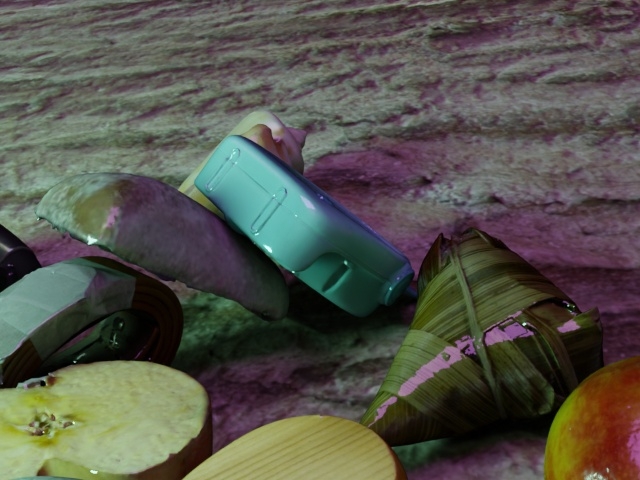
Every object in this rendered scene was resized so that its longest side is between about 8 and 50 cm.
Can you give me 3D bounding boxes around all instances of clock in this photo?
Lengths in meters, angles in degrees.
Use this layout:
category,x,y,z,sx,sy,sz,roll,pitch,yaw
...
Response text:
category,x,y,z,sx,sy,sz,roll,pitch,yaw
clock,0.000,0.000,1.555,0.094,0.274,0.223,-51,42,3

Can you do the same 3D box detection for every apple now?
category,x,y,z,sx,sy,sz,roll,pitch,yaw
apple,-0.237,0.237,1.245,0.293,0.163,0.251,-10,19,-15

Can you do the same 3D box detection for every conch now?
category,x,y,z,sx,sy,sz,roll,pitch,yaw
conch,-0.104,-0.059,1.769,0.255,0.127,0.158,-47,15,-13

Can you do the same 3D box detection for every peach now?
category,x,y,z,sx,sy,sz,roll,pitch,yaw
peach,0.300,0.206,1.154,0.231,0.231,0.231,-4,31,3

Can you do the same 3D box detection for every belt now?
category,x,y,z,sx,sy,sz,roll,pitch,yaw
belt,-0.267,0.118,1.422,0.261,0.184,0.105,-26,37,-35

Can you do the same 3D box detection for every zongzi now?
category,x,y,z,sx,sy,sz,roll,pitch,yaw
zongzi,0.115,0.111,1.438,0.288,0.134,0.286,-23,28,-12

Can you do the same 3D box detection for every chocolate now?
category,x,y,z,sx,sy,sz,roll,pitch,yaw
chocolate,-0.164,0.001,1.519,0.185,0.303,0.100,15,79,48

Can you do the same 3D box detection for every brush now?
category,x,y,z,sx,sy,sz,roll,pitch,yaw
brush,-0.044,0.274,1.148,0.266,0.166,0.174,-19,35,-20

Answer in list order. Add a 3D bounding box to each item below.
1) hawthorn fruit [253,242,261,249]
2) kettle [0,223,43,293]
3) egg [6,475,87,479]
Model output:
category,x,y,z,sx,sy,sz,roll,pitch,yaw
hawthorn fruit,-0.050,-0.017,1.712,0.093,0.081,0.081,-12,29,18
kettle,-0.437,0.028,1.560,0.271,0.251,0.207,15,43,17
egg,-0.244,0.328,0.953,0.389,0.276,0.276,-37,30,12
